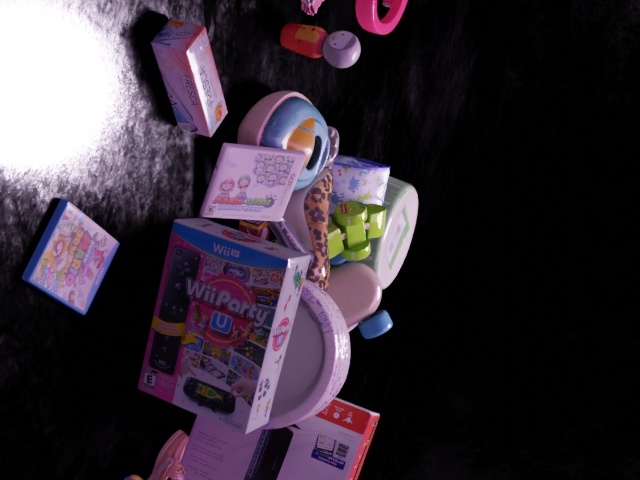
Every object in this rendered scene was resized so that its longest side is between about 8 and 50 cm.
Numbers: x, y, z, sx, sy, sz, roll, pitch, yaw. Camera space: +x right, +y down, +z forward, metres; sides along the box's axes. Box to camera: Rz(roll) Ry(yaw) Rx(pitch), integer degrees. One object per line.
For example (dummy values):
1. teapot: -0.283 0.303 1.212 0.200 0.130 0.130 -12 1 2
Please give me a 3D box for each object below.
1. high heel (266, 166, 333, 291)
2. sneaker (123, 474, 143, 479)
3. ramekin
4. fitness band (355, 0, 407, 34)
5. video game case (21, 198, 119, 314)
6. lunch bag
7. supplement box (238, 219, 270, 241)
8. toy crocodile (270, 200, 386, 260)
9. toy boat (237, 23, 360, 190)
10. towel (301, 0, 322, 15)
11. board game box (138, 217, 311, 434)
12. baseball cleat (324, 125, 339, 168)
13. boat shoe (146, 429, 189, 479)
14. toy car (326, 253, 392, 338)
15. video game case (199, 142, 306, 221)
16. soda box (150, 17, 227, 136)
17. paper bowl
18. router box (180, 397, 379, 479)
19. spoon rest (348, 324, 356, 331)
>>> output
1. high heel: -0.005 -0.023 1.918 0.186 0.093 0.261 60 36 -19
2. sneaker: -0.330 0.559 1.720 0.112 0.131 0.296 -126 -157 -72
3. ramekin: 0.124 -0.024 2.384 0.303 0.148 0.303 -54 154 -42
4. fitness band: 0.147 -0.592 2.098 0.209 0.054 0.290 -10 116 -66
5. video game case: -0.343 0.026 1.352 0.166 0.015 0.119 57 53 -66
6. lunch bag: 0.068 -0.115 2.135 0.096 0.151 0.128 -97 -163 -70
7. supplement box: -0.128 -0.006 1.868 0.055 0.043 0.083 -45 148 -55
8. toy crocodile: 0.000 0.000 2.015 0.341 0.105 0.115 -25 126 -24
9. toy boat: -0.034 -0.233 1.766 0.267 0.148 0.318 -5 112 -69
10. towel: 0.008 -0.531 1.795 0.144 0.029 0.197 -54 154 -44
11. board game box: -0.164 0.137 1.626 0.097 0.224 0.303 -9 115 -66
12. baseball cleat: -0.018 -0.138 2.044 0.109 0.072 0.205 74 40 -81
13. boat shoe: -0.282 0.438 1.818 0.170 0.059 0.063 -64 159 -23
14. toy car: 0.018 0.128 2.195 0.210 0.219 0.238 -27 -176 -10
15. video game case: -0.116 -0.098 1.678 0.157 0.019 0.143 3 125 -32
16. soda box: -0.193 -0.240 1.452 0.058 0.063 0.183 -60 157 -30
17. paper bowl: -0.082 0.202 1.811 0.148 0.284 0.284 15 93 -71
18. router box: -0.091 0.422 1.905 0.082 0.336 0.301 36 73 -71
19. spoon rest: 0.057 0.198 2.415 0.137 0.084 0.276 -30 158 -19
